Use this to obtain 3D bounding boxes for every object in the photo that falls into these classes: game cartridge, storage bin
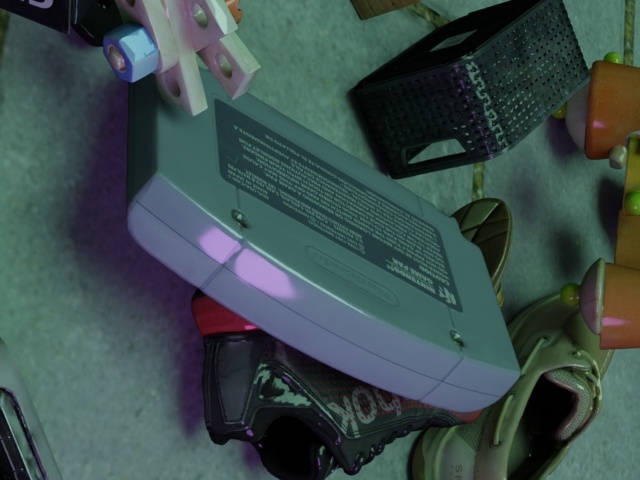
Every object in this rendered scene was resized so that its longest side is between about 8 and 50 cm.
[{"bbox_3d":[0.000,0.000,0.869,0.294,0.060,0.196,29,24,-25],"label":"game cartridge"},{"bbox_3d":[0.127,-0.131,1.083,0.180,0.122,0.084,-38,110,-44],"label":"storage bin"}]

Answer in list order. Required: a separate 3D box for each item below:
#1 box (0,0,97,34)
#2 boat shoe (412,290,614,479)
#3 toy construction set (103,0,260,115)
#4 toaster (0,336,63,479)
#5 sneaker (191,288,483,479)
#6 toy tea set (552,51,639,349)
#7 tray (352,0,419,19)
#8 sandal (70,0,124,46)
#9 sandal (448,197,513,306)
[{"bbox_3d":[-0.190,-0.269,0.673,0.293,0.073,0.296,21,53,5],"label":"box"},{"bbox_3d":[0.195,0.136,1.120,0.302,0.098,0.109,-37,109,-44],"label":"boat shoe"},{"bbox_3d":[-0.184,-0.120,0.689,0.327,0.151,0.215,-26,61,-40],"label":"toy construction set"},{"bbox_3d":[-0.225,0.149,0.659,0.168,0.110,0.186,-29,104,-45],"label":"toaster"},{"bbox_3d":[0.019,0.114,0.938,0.276,0.097,0.135,19,68,-41],"label":"sneaker"},{"bbox_3d":[0.263,-0.038,1.199,0.336,0.124,0.200,-61,152,-61],"label":"toy tea set"},{"bbox_3d":[0.013,-0.409,1.052,0.203,0.076,0.411,-49,118,-40],"label":"tray"},{"bbox_3d":[-0.127,-0.210,0.885,0.067,0.040,0.179,42,54,-34],"label":"sandal"},{"bbox_3d":[0.125,0.052,1.089,0.049,0.072,0.180,33,60,-57],"label":"sandal"}]
